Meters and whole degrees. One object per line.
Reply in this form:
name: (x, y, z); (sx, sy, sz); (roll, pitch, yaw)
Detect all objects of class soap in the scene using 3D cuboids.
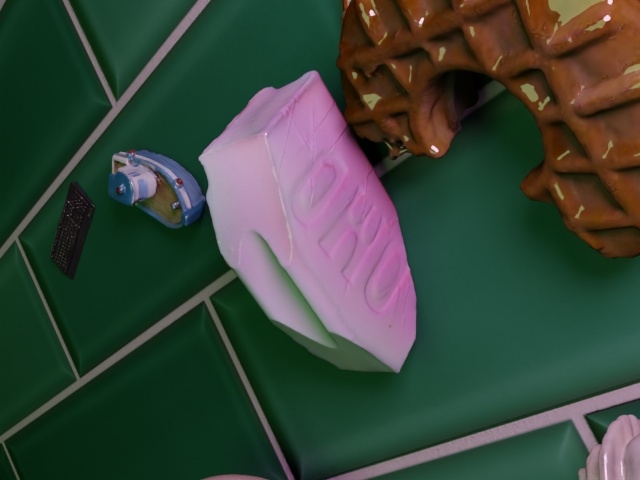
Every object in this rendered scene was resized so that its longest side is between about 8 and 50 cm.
soap: (0.000, 0.000, 0.876); (0.109, 0.193, 0.324); (-7, 125, 40)

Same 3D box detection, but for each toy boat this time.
toy boat: (-0.262, -0.071, 1.161); (0.215, 0.102, 0.088); (28, 123, 33)

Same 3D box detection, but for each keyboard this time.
keyboard: (-0.460, -0.015, 1.423); (0.074, 0.015, 0.197); (47, 130, 21)

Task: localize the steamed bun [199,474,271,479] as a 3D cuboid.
steamed bun: (-0.082, 0.496, 1.074); (0.374, 0.241, 0.375); (20, 121, 37)

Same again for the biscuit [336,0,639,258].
biscuit: (0.165, -0.149, 0.686); (0.366, 0.115, 0.268); (28, 144, 29)

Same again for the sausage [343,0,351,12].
sausage: (0.040, -0.255, 0.872); (0.028, 0.025, 0.199); (-5, 103, 11)

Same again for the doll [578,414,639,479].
doll: (0.352, 0.200, 0.658); (0.293, 0.138, 0.119); (-20, 61, 45)
